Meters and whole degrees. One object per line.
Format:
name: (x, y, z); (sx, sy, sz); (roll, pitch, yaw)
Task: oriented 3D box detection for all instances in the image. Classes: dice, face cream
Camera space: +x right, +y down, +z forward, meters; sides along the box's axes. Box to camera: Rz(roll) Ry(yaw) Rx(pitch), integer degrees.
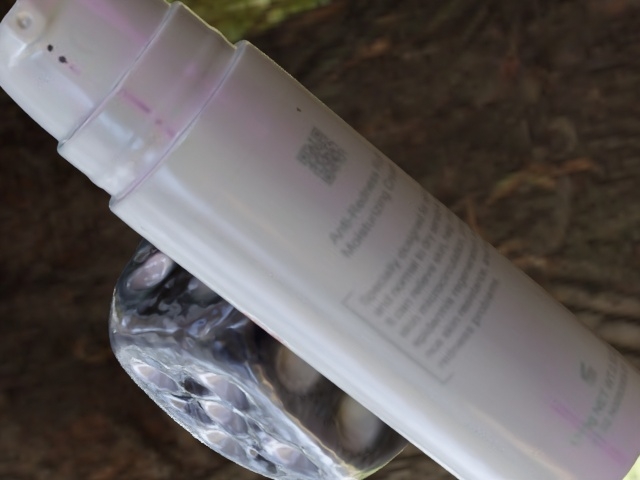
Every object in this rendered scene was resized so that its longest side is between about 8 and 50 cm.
dice: (-0.020, 0.051, 1.112); (0.181, 0.183, 0.182); (47, -117, -31)
face cream: (0.000, 0.000, 0.746); (0.345, 0.102, 0.102); (39, -163, -12)
